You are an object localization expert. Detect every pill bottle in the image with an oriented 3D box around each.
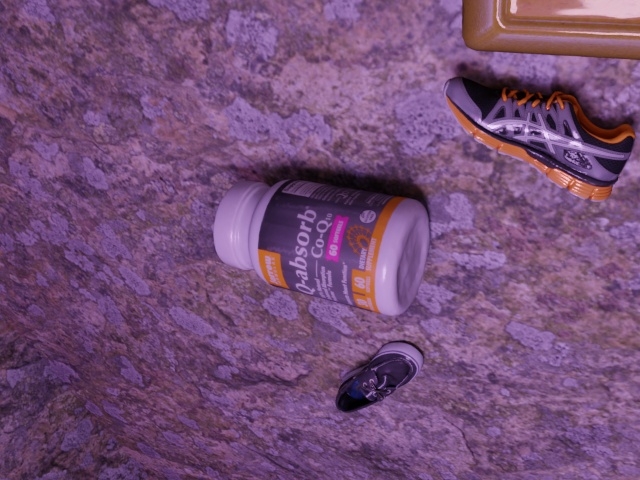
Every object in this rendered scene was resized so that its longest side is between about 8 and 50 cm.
[{"bbox_3d":[0.000,0.000,0.879,0.278,0.162,0.162,11,133,25],"label":"pill bottle"}]

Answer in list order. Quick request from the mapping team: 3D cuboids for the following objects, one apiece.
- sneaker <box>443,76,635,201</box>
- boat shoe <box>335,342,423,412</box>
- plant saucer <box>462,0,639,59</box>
[{"bbox_3d":[0.235,-0.128,0.677,0.215,0.084,0.083,29,125,3],"label":"sneaker"},{"bbox_3d":[0.095,0.253,1.110,0.080,0.076,0.228,43,138,-8],"label":"boat shoe"},{"bbox_3d":[0.267,-0.289,0.500,0.333,0.081,0.332,12,132,25],"label":"plant saucer"}]
